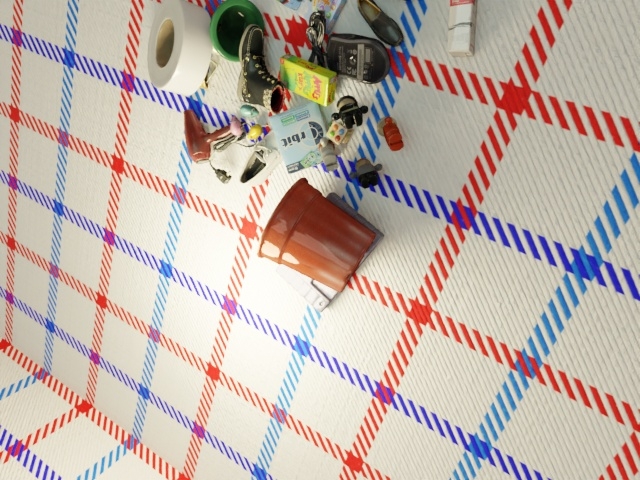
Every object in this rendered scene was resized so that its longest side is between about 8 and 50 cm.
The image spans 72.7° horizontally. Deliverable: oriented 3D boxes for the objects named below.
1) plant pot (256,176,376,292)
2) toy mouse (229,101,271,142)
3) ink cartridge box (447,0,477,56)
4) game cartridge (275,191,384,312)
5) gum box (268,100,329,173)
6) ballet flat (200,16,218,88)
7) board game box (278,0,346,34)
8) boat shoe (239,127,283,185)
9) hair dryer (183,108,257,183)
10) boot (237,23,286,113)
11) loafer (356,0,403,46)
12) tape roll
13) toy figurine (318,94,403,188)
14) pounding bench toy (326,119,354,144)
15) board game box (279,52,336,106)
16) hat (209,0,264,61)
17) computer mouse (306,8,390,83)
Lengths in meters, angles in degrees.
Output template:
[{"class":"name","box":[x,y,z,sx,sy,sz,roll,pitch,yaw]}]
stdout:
[{"class":"plant pot","box":[0.000,0.000,1.265,0.265,0.272,0.272,31,114,7]},{"class":"toy mouse","box":[-0.255,-0.394,1.428,0.161,0.031,0.143,-30,97,21]},{"class":"ink cartridge box","box":[0.357,-0.539,1.092,0.056,0.099,0.135,6,105,25]},{"class":"game cartridge","box":[0.016,0.043,1.431,0.230,0.068,0.355,40,116,8]},{"class":"gum box","box":[-0.055,-0.318,1.351,0.156,0.041,0.185,-19,94,4]},{"class":"ballet flat","box":[-0.370,-0.619,1.454,0.073,0.080,0.232,24,118,-11]},{"class":"board game box","box":[-0.021,-0.730,1.263,0.211,0.039,0.160,38,116,12]},{"class":"boat shoe","box":[-0.180,-0.284,1.424,0.267,0.088,0.096,-44,82,27]},{"class":"hair dryer","box":[-0.371,-0.358,1.525,0.293,0.080,0.224,36,100,8]},{"class":"boot","box":[-0.172,-0.521,1.336,0.178,0.085,0.237,35,125,34]},{"class":"loafer","box":[0.158,-0.601,1.195,0.170,0.061,0.062,47,117,8]},{"class":"tape roll","box":[-0.460,-0.624,1.410,0.286,0.100,0.286,0,90,47]},{"class":"toy figurine","box":[0.106,-0.276,1.226,0.213,0.148,0.210,19,121,-19]},{"class":"pounding bench toy","box":[0.046,-0.334,1.315,0.083,0.065,0.052,39,116,13]},{"class":"board game box","box":[-0.040,-0.481,1.302,0.181,0.043,0.092,31,143,22]},{"class":"hat","box":[-0.287,-0.698,1.395,0.209,0.173,0.183,-58,41,14]},{"class":"computer mouse","box":[0.088,-0.533,1.235,0.272,0.072,0.189,26,136,23]}]
